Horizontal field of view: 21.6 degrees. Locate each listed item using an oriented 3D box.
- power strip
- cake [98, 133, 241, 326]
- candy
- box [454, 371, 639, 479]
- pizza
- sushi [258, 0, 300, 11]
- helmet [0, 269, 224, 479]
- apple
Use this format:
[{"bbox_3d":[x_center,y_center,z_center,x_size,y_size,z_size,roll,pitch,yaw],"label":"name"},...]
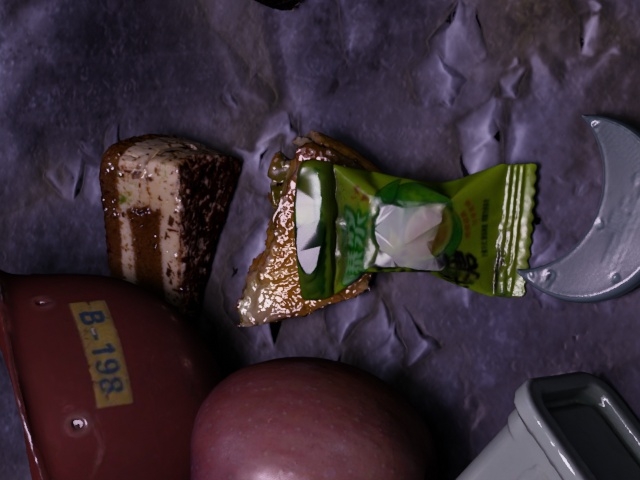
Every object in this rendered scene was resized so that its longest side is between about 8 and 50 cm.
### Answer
[{"bbox_3d":[0.288,-0.034,1.654,0.137,0.044,0.216,28,100,29],"label":"power strip"},{"bbox_3d":[-0.192,0.003,1.876,0.112,0.135,0.246,18,94,29],"label":"cake"},{"bbox_3d":[0.097,-0.010,1.730,0.246,0.069,0.149,2,100,8],"label":"candy"},{"bbox_3d":[0.255,0.301,1.579,0.182,0.175,0.312,-48,64,28],"label":"box"},{"bbox_3d":[0.000,0.000,1.809,0.147,0.069,0.226,16,99,7],"label":"pizza"},{"bbox_3d":[-0.046,-0.333,1.857,0.090,0.078,0.150,11,91,37],"label":"sushi"},{"bbox_3d":[-0.218,0.174,1.808,0.230,0.338,0.385,-14,55,-12],"label":"helmet"},{"bbox_3d":[-0.002,0.262,1.660,0.235,0.305,0.306,-3,83,13],"label":"apple"}]
